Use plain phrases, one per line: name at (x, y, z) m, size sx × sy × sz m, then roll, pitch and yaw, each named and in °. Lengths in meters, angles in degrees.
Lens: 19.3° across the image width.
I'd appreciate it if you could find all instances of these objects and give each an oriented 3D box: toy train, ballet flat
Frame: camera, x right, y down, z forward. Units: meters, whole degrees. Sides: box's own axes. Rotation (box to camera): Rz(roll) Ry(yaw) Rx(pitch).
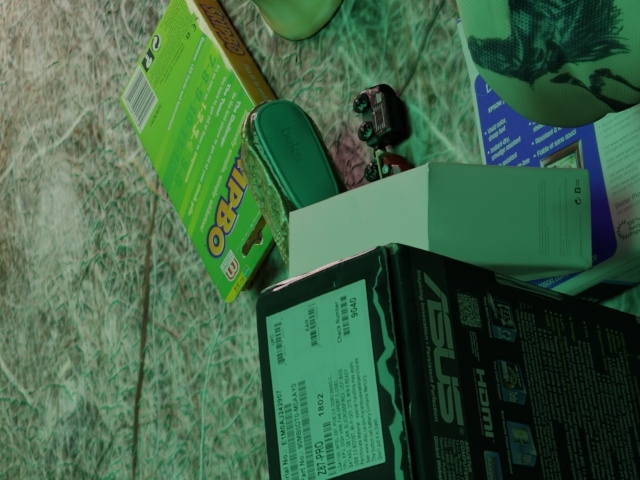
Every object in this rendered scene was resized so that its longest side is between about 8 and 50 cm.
toy train at (0.051, -0.036, 1.272) m, size 0.036 × 0.027 × 0.158 m, roll -29°, pitch 59°, yaw 36°
ballet flat at (0.000, 0.000, 1.297) m, size 0.067 × 0.073 × 0.206 m, roll 118°, pitch 135°, yaw -62°

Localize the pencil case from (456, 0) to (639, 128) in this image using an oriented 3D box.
pencil case at (0.240, -0.180, 0.882) m, size 0.410 × 0.183 × 0.160 m, roll -19°, pitch 95°, yaw 43°

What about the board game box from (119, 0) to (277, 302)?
board game box at (-0.080, -0.077, 1.456) m, size 0.124 × 0.039 × 0.259 m, roll -58°, pitch 39°, yaw 28°

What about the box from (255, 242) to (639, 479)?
box at (0.122, 0.221, 0.858) m, size 0.097 × 0.318 × 0.395 m, roll -23°, pitch 64°, yaw 39°

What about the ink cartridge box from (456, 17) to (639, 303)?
ink cartridge box at (0.171, -0.080, 1.093) m, size 0.206 × 0.045 × 0.208 m, roll -32°, pitch 59°, yaw 47°

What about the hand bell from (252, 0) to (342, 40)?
hand bell at (-0.105, -0.228, 1.345) m, size 0.126 × 0.242 × 0.126 m, roll -16°, pitch 69°, yaw 51°

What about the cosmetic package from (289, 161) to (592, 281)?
cosmetic package at (0.062, -0.003, 1.105) m, size 0.239 × 0.099 × 0.060 m, roll 164°, pitch 105°, yaw -70°
